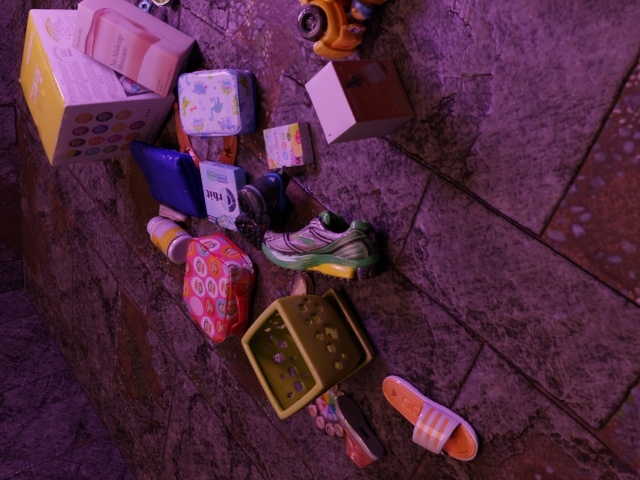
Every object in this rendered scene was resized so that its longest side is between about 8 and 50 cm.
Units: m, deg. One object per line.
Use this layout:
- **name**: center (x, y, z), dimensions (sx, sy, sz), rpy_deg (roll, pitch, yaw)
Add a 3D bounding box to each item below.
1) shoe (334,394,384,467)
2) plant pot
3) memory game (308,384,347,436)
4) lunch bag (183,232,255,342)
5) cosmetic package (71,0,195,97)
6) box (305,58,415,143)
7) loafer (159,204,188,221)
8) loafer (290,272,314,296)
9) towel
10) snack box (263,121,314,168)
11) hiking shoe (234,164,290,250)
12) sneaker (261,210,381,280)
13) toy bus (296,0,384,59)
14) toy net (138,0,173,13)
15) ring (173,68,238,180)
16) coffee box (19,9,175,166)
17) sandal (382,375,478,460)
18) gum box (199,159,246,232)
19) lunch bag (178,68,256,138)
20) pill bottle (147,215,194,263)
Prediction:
- **shoe**: center (0.079, 0.478, 1.480), dimensions (0.178, 0.063, 0.081), rpy_deg (53, 131, 17)
- **plant pot**: center (-0.022, 0.256, 1.415), dimensions (0.228, 0.207, 0.227), rpy_deg (59, 139, 17)
- **memory game**: center (0.017, 0.434, 1.580), dimensions (0.186, 0.012, 0.186), rpy_deg (19, 117, 45)
- **lunch bag**: center (-0.296, 0.148, 1.768), dimensions (0.258, 0.120, 0.293), rpy_deg (36, 127, 36)
- **cosmetic package**: center (-0.526, -0.556, 1.679), dimensions (0.296, 0.129, 0.153), rpy_deg (27, 135, -7)
- **box**: center (0.079, -0.271, 1.153), dimensions (0.091, 0.170, 0.130), rpy_deg (-28, 81, 50)
- **loafer**: center (-0.485, -0.082, 1.961), dimensions (0.125, 0.045, 0.039), rpy_deg (25, 103, 31)
- **loafer**: center (-0.053, 0.149, 1.539), dimensions (0.056, 0.050, 0.148), rpy_deg (27, 122, 42)
- **towel**: center (-0.470, -0.200, 1.877), dimensions (0.308, 0.076, 0.228), rpy_deg (23, 141, 44)
- **snack box**: center (-0.080, -0.230, 1.456), dimensions (0.141, 0.037, 0.100), rpy_deg (2, 103, 49)
- **hiking shoe**: center (-0.138, -0.070, 1.529), dimensions (0.113, 0.132, 0.304), rpy_deg (48, 158, 8)
- **sneaker**: center (0.000, 0.000, 1.389), dimensions (0.343, 0.134, 0.146), rpy_deg (5, 99, 39)
- **toy bus**: center (0.057, -0.491, 1.149), dimensions (0.211, 0.149, 0.220), rpy_deg (-16, 92, 35)
- **toy net**: center (-0.531, -0.680, 1.740), dimensions (0.232, 0.045, 0.122), rpy_deg (-36, 79, 8)
- **ring**: center (-0.346, -0.328, 1.742), dimensions (0.336, 0.032, 0.337), rpy_deg (18, 115, 46)
- **coffee box**: center (-0.711, -0.477, 1.865), dimensions (0.337, 0.334, 0.338), rpy_deg (-40, 70, 51)
- **sandal**: center (0.215, 0.393, 1.284), dimensions (0.265, 0.076, 0.102), rpy_deg (29, 123, 41)
- **gum box**: center (-0.269, -0.126, 1.685), dimensions (0.157, 0.041, 0.184), rpy_deg (17, 122, 40)
- **lunch bag**: center (-0.273, -0.359, 1.569), dimensions (0.219, 0.090, 0.176), rpy_deg (4, 104, 31)
- **pill bottle**: center (-0.496, -0.008, 1.965), dimensions (0.184, 0.103, 0.103), rpy_deg (35, 127, 38)
